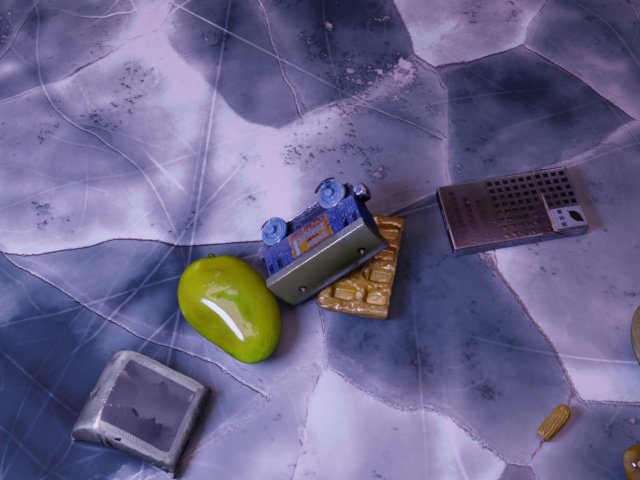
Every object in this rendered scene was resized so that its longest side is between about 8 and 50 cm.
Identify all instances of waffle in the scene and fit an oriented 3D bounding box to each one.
[{"bbox_3d":[0.096,0.054,1.903,0.168,0.057,0.274,8,60,7],"label":"waffle"}]

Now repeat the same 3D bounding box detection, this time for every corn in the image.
[{"bbox_3d":[0.486,0.381,1.714,0.092,0.037,0.037,-40,67,-21],"label":"corn"}]

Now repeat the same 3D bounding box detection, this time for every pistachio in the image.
[{"bbox_3d":[0.685,0.462,1.630,0.189,0.100,0.110,7,83,-6],"label":"pistachio"}]

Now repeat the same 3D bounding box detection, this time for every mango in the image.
[{"bbox_3d":[-0.190,0.145,1.808,0.273,0.149,0.185,37,60,14],"label":"mango"}]

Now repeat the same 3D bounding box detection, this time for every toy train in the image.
[{"bbox_3d":[0.000,0.000,1.841,0.300,0.131,0.202,-34,48,17],"label":"toy train"}]

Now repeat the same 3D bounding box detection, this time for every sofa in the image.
[{"bbox_3d":[-0.376,0.364,1.727,0.225,0.176,0.210,28,61,-15],"label":"sofa"}]

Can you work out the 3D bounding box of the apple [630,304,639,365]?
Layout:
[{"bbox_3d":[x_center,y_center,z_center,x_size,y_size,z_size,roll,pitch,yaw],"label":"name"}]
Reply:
[{"bbox_3d":[0.787,0.190,1.677,0.292,0.291,0.254,4,37,4],"label":"apple"}]

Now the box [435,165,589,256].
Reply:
[{"bbox_3d":[0.456,-0.072,1.972,0.325,0.047,0.180,-10,61,-3],"label":"box"}]
